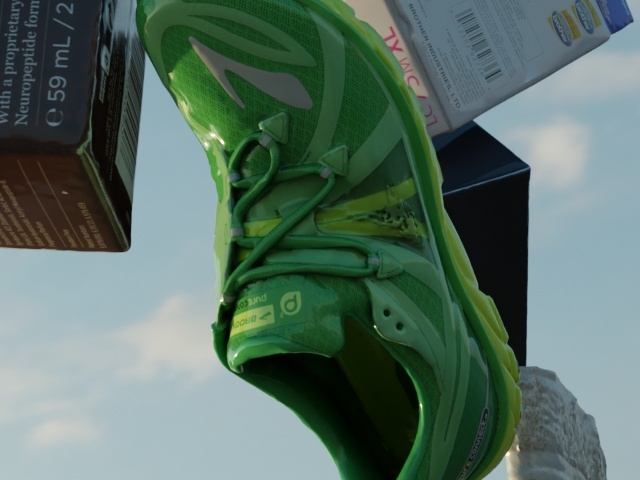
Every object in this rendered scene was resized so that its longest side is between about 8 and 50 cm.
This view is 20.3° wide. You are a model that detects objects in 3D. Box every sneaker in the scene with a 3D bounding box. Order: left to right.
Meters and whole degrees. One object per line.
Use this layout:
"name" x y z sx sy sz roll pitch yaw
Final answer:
"sneaker" 0.000 0.000 0.842 0.109 0.295 0.123 -22 11 38

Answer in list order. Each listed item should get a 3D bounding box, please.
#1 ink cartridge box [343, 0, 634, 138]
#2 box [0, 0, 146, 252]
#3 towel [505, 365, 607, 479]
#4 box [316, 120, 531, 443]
"ink cartridge box" 0.144 -0.220 1.552 0.065 0.186 0.311 -19 9 47
"box" -0.207 -0.097 0.991 0.203 0.168 0.167 2 -18 3
"towel" 0.188 0.216 1.352 0.049 0.187 0.282 -9 -21 15
"box" 0.046 0.014 1.629 0.182 0.296 0.294 -18 -54 -20
